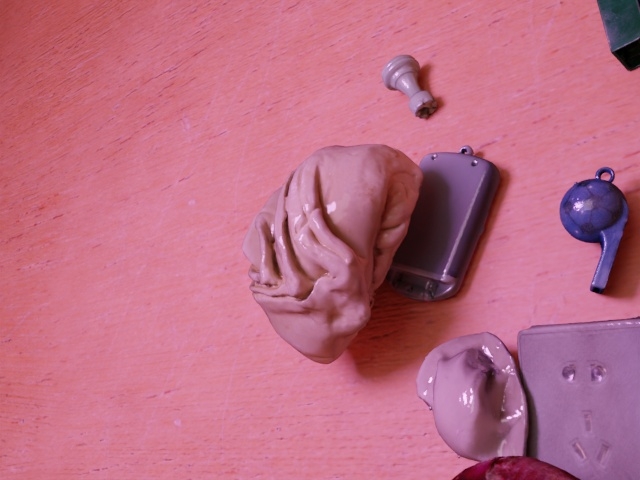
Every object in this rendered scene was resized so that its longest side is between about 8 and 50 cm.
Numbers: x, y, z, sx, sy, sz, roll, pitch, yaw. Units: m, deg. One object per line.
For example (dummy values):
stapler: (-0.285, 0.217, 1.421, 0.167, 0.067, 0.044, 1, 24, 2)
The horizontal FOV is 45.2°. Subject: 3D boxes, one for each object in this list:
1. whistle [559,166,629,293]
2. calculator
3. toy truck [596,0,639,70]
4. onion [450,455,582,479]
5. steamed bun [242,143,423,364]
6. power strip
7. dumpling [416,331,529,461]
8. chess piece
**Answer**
whistle: (0.337, -0.019, 0.963, 0.090, 0.090, 0.158, 15, 82, 45)
calculator: (0.177, -0.028, 1.139, 0.141, 0.045, 0.246, 15, 81, 45)
toy truck: (0.425, -0.316, 1.038, 0.079, 0.065, 0.147, -24, 57, 37)
onion: (0.223, 0.353, 0.819, 0.246, 0.190, 0.247, 0, 90, 39)
steamed bun: (0.001, -0.002, 1.116, 0.276, 0.203, 0.289, -75, 10, -52)
power strip: (0.324, 0.195, 0.874, 0.198, 0.064, 0.213, -14, 77, 52)
dumpling: (0.194, 0.195, 0.968, 0.176, 0.092, 0.150, -118, 48, -67)
chess piece: (0.150, -0.249, 1.262, 0.067, 0.067, 0.103, -41, 57, 20)
